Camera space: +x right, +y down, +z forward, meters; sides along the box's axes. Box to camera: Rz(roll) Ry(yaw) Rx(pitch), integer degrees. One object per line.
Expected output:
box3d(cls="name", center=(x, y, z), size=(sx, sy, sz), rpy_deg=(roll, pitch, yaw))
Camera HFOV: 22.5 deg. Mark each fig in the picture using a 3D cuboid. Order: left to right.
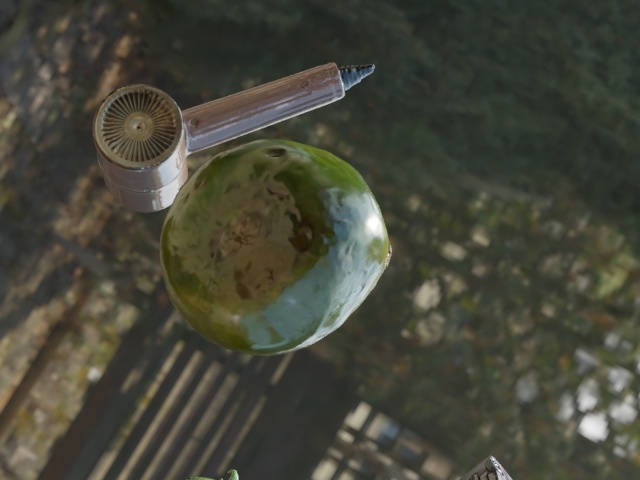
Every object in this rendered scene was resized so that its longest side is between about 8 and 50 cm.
box3d(cls="fig", center=(-0.032, -0.003, 1.205), size=(0.167, 0.167, 0.233), rpy_deg=(-63, -175, 16))

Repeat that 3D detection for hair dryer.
box3d(cls="hair dryer", center=(-0.095, -0.140, 1.896), size=(0.344, 0.107, 0.189), rpy_deg=(-18, 165, -8))

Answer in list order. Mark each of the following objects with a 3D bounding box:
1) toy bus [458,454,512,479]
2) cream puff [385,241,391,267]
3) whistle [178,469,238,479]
box3d(cls="toy bus", center=(0.234, 0.366, 2.162), size=(0.087, 0.098, 0.178), rpy_deg=(-39, -168, 9))
box3d(cls="cream puff", center=(0.000, 0.001, 1.589), size=(0.103, 0.143, 0.126), rpy_deg=(116, -11, -58))
box3d(cls="whistle", center=(-0.126, 0.263, 1.205), size=(0.105, 0.085, 0.227), rpy_deg=(-9, -140, 56))
